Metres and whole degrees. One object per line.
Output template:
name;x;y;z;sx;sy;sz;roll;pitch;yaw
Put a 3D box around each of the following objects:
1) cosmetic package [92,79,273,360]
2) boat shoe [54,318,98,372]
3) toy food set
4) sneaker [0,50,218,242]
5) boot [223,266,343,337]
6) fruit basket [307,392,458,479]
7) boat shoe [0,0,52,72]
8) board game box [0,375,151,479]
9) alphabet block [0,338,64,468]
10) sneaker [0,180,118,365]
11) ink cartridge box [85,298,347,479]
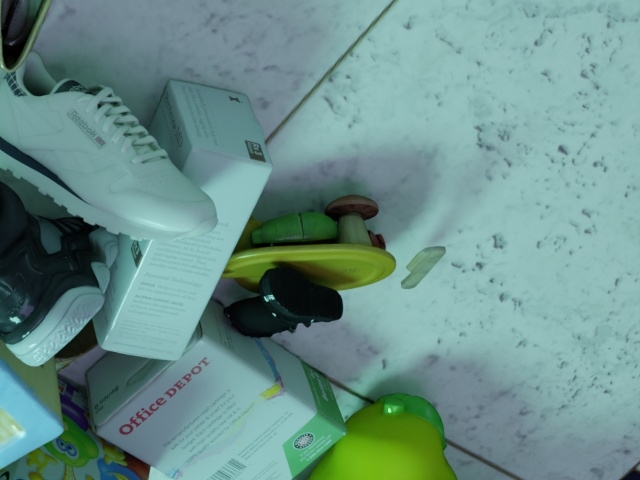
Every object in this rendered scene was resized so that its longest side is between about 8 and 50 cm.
cosmetic package;-0.131;-0.016;1.448;0.085;0.117;0.231;11;122;-25
boat shoe;-0.262;0.105;1.548;0.135;0.050;0.045;-29;175;-15
toy food set;0.000;0.000;1.532;0.218;0.071;0.128;-2;161;-6
sneaker;-0.180;-0.074;1.335;0.090;0.235;0.094;-13;126;-62
boot;-0.048;0.061;1.526;0.099;0.045;0.121;-12;160;34
fruit basket;0.049;0.352;1.734;0.392;0.392;0.283;-2;169;-14
boat shoe;-0.230;-0.221;1.289;0.068;0.072;0.190;3;126;-17
board game box;-0.266;0.272;1.512;0.142;0.275;0.144;39;110;-17
alphabet block;-0.359;0.094;1.418;0.192;0.197;0.193;-29;128;8
sneaker;-0.256;-0.002;1.357;0.101;0.268;0.153;-43;106;7
ink cartridge box;-0.105;0.163;1.608;0.154;0.093;0.212;-42;127;17
